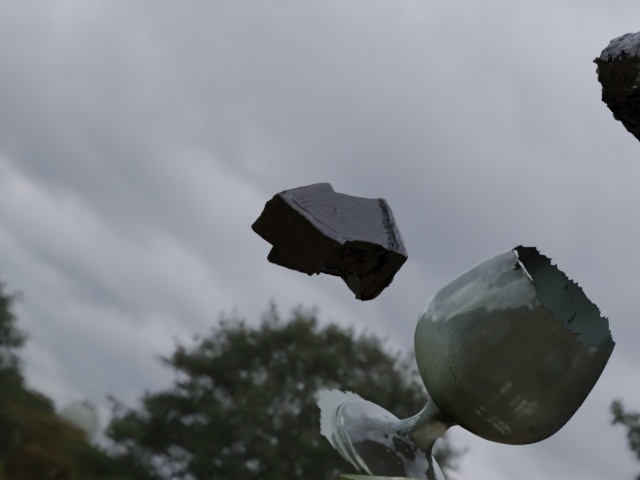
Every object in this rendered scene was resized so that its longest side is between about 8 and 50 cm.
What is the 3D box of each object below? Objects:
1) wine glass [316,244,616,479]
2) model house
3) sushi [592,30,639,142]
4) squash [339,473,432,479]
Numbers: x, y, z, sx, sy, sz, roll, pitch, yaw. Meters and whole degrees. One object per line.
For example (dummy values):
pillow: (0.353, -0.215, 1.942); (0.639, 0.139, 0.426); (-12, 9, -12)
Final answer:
wine glass: (0.186, 0.166, 1.827); (0.238, 0.323, 0.238); (39, 18, -16)
model house: (-0.002, 0.004, 1.663); (0.152, 0.106, 0.165); (13, -37, -18)
sushi: (0.327, -0.133, 1.409); (0.150, 0.090, 0.078); (44, -22, -19)
squash: (0.144, 0.284, 1.605); (0.252, 0.048, 0.252); (6, -8, 1)
